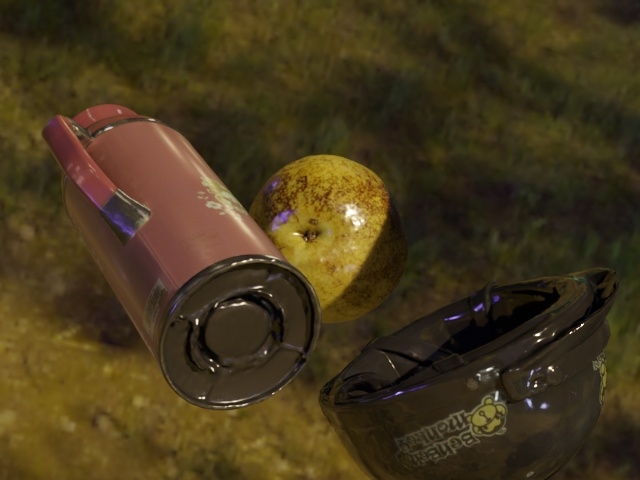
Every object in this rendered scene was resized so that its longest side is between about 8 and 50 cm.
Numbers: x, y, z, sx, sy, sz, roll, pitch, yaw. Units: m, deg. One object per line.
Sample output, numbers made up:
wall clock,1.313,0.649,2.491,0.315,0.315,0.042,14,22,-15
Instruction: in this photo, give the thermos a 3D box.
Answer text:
thermos,-0.127,-0.013,0.994,0.136,0.109,0.330,3,25,-28

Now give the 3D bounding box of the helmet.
helmet,0.145,0.140,1.193,0.279,0.160,0.230,-19,8,20

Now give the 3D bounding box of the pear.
pear,0.000,0.000,1.613,0.197,0.197,0.197,14,17,-4
